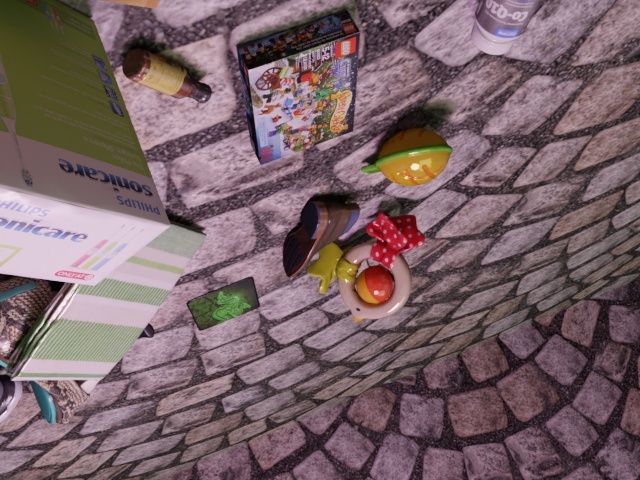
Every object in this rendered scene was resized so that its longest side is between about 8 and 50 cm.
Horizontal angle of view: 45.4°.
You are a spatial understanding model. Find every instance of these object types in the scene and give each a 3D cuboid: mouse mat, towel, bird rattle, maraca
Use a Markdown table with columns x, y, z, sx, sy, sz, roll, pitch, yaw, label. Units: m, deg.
| x | y | z | sx | sy | sz | roll | pitch | yaw | label |
| --- | --- | --- | --- | --- | --- | --- | --- | --- | --- |
| -0.211 | 0.143 | 1.693 | 0.152 | 0.007 | 0.189 | -22 | 157 | -9 | mouse mat |
| -0.347 | 0.097 | 1.266 | 0.325 | 0.038 | 0.248 | -56 | 155 | 5 | towel |
| 0.115 | 0.060 | 1.625 | 0.253 | 0.207 | 0.143 | -22 | 176 | 16 | bird rattle |
| 0.152 | -0.143 | 1.354 | 0.127 | 0.099 | 0.186 | -3 | 174 | -31 | maraca |

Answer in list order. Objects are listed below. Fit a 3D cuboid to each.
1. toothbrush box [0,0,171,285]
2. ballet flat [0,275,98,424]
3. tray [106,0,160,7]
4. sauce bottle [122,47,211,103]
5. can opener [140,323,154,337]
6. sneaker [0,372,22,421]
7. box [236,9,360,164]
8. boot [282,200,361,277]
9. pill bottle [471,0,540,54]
| x | y | z | sx | sy | sz | roll | pitch | yaw | label |
| --- | --- | --- | --- | --- | --- | --- | --- | --- | --- |
| -0.293 | -0.115 | 0.729 | 0.122 | 0.283 | 0.206 | -36 | 155 | 22 | toothbrush box |
| -0.476 | 0.202 | 1.384 | 0.182 | 0.164 | 0.483 | -28 | 155 | -18 | ballet flat |
| -0.155 | -0.373 | 0.593 | 0.203 | 0.076 | 0.411 | -4 | 148 | -39 | tray |
| -0.188 | -0.202 | 0.955 | 0.042 | 0.042 | 0.128 | -36 | 156 | 22 | sauce bottle |
| -0.371 | 0.131 | 1.454 | 0.073 | 0.059 | 0.186 | -1 | 148 | 9 | can opener |
| -0.709 | 0.314 | 1.430 | 0.268 | 0.101 | 0.153 | -21 | 159 | -3 | sneaker |
| -0.028 | -0.210 | 1.090 | 0.159 | 0.044 | 0.233 | -21 | 156 | -9 | box |
| 0.000 | 0.000 | 1.511 | 0.106 | 0.082 | 0.219 | -8 | 149 | -29 | boot |
| 0.265 | -0.334 | 1.083 | 0.078 | 0.078 | 0.137 | -18 | 155 | -18 | pill bottle |
